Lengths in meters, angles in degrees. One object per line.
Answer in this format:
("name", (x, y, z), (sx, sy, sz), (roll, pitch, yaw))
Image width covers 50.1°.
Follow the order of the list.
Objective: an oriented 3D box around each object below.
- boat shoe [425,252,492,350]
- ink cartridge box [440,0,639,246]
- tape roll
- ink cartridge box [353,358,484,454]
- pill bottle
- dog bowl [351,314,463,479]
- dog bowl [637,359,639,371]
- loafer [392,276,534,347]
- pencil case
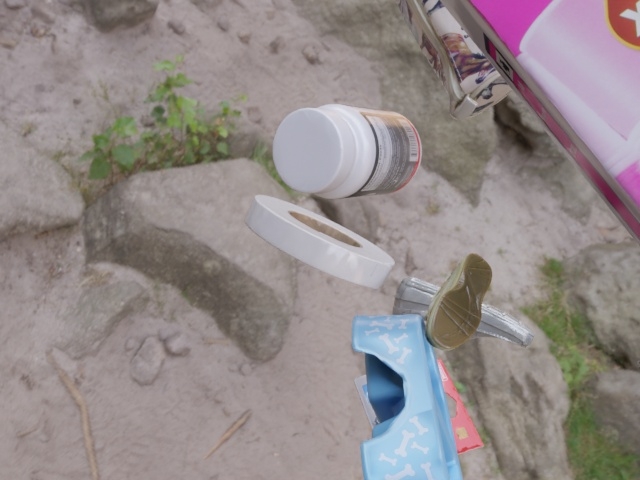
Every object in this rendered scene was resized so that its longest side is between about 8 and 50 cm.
("boat shoe", (0.155, 0.075, 0.800), (0.056, 0.048, 0.153), (39, 47, -6))
("ink cartridge box", (0.195, -0.124, 0.376), (0.371, 0.176, 0.069), (58, 10, 19))
("tape roll", (0.000, 0.000, 1.701), (0.392, 0.392, 0.072), (23, 99, -20))
("ink cartridge box", (0.258, 0.461, 1.850), (0.261, 0.066, 0.296), (-20, 46, -2))
("pill bottle", (0.050, -0.155, 1.202), (0.283, 0.161, 0.161), (-10, 70, -57))
("dog bowl", (0.094, 0.197, 0.703), (0.297, 0.074, 0.166), (-93, 163, -51))
("dog bowl", (0.780, 0.396, 1.321), (0.408, 0.150, 0.408), (48, 26, -32))
("loafer", (0.319, 0.181, 1.557), (0.320, 0.112, 0.111), (20, 92, 18))
("pencil case", (0.191, -0.393, 1.088), (0.184, 0.160, 0.410), (-24, 83, -21))
